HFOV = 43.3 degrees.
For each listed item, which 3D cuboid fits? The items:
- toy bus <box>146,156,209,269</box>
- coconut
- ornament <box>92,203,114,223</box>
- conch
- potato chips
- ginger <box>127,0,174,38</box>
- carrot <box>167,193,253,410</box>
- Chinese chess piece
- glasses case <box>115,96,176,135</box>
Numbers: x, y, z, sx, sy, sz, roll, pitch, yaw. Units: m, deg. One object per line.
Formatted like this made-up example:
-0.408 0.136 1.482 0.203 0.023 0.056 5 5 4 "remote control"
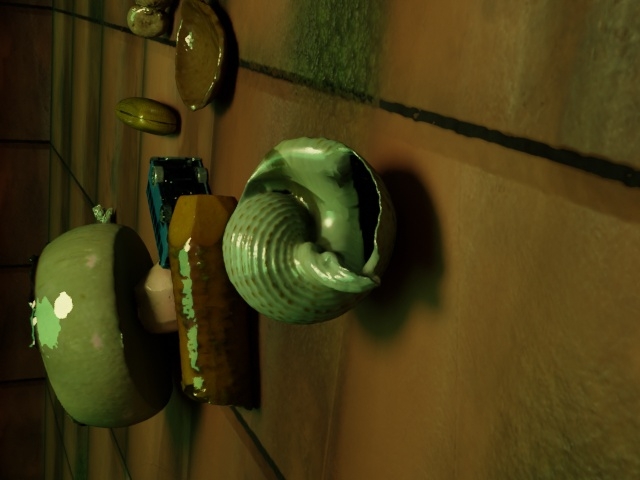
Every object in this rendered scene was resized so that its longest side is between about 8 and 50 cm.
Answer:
-0.221 -0.041 1.286 0.106 0.090 0.185 114 147 -43 "toy bus"
-0.256 0.091 1.337 0.110 0.110 0.125 -15 83 64 "coconut"
-0.525 -0.049 1.985 0.092 0.041 0.069 20 115 53 "ornament"
0.004 0.003 0.769 0.200 0.131 0.172 21 84 34 "conch"
-0.178 -0.283 1.229 0.202 0.049 0.150 60 138 49 "potato chips"
-0.294 -0.450 1.435 0.104 0.080 0.204 -84 13 -54 "ginger"
-0.151 0.086 1.119 0.114 0.114 0.302 172 95 -64 "carrot"
-0.365 0.144 1.380 0.349 0.146 0.350 -12 -90 -88 "Chinese chess piece"
-0.327 -0.234 1.513 0.234 0.079 0.064 28 109 62 "glasses case"
